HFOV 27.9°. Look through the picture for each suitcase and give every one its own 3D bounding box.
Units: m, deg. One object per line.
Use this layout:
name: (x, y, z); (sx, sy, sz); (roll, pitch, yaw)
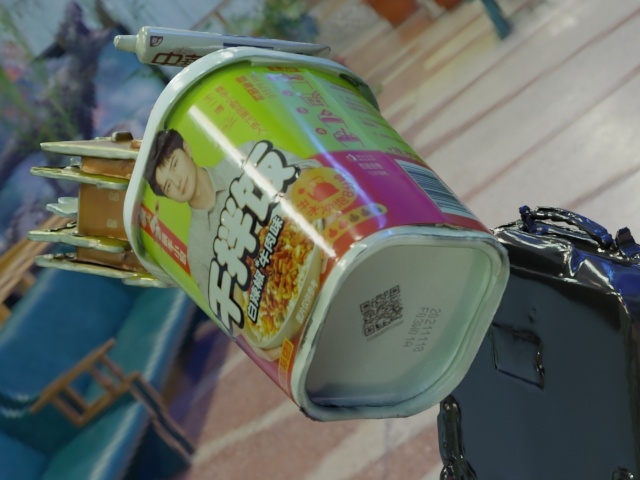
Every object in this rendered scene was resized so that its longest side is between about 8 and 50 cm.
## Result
suitcase: (0.260, 0.140, 1.323); (0.188, 0.339, 0.345); (-16, 16, -26)

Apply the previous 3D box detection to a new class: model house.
model house: (-0.199, -0.076, 1.518); (0.358, 0.313, 0.242); (-151, 66, -63)

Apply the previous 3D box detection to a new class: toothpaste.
toothpaste: (-0.102, -0.198, 1.359); (0.060, 0.233, 0.038); (121, 146, -52)

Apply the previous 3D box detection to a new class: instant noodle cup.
instant noodle cup: (0.000, 0.000, 1.212); (0.294, 0.294, 0.308); (-41, 44, -2)
